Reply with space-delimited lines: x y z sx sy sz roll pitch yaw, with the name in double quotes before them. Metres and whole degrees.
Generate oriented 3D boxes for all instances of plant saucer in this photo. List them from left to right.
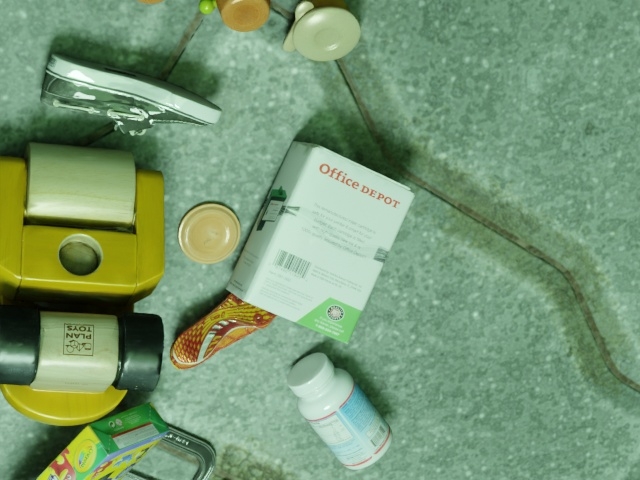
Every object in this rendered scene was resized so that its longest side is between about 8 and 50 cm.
"plant saucer" -0.145 -0.008 1.851 0.083 0.013 0.083 -5 110 -14

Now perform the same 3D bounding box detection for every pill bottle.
"pill bottle" 0.024 0.232 1.945 0.087 0.087 0.160 -37 114 -2

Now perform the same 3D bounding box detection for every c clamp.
"c clamp" -0.228 0.313 1.936 0.161 0.022 0.137 21 96 -21

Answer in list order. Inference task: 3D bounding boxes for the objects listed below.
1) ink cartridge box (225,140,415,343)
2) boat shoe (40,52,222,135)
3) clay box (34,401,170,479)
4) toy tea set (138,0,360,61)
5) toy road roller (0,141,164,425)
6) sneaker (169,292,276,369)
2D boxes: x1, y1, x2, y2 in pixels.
"ink cartridge box" 0.000 0.000 1.838 0.160 0.092 0.219 25 90 -23
"boat shoe" -0.232 -0.168 1.739 0.219 0.078 0.070 15 103 -13
"clay box" -0.304 0.302 1.815 0.053 0.127 0.222 51 120 15
"toy tea set" -0.079 -0.350 1.719 0.336 0.124 0.200 12 134 -24
"toy road roller" -0.315 0.063 1.753 0.203 0.240 0.329 5 70 -18
"sneaker" -0.128 0.111 1.879 0.175 0.067 0.064 -28 86 -21
